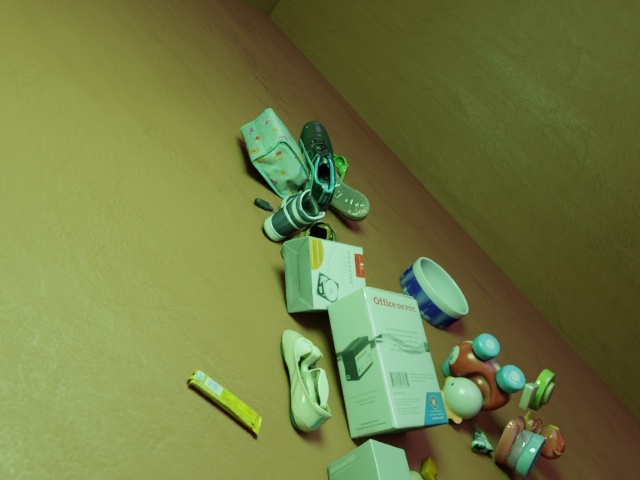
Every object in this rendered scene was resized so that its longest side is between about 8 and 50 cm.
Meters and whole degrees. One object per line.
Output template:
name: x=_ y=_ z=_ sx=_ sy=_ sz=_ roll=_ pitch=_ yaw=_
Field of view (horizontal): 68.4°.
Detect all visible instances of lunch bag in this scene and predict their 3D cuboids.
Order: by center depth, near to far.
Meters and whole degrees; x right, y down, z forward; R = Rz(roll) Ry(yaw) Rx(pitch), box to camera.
lunch bag: x=-0.124 y=-0.268 z=1.564 sx=0.262 sy=0.160 sz=0.223 roll=48 pitch=14 yaw=-43

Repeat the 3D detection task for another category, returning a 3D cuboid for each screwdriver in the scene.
screwdriver: x=-0.137 y=-0.086 z=1.439 sx=0.170 sy=0.025 sz=0.024 roll=34 pitch=26 yaw=-43

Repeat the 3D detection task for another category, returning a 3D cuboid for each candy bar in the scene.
candy bar: x=-0.165 y=0.283 z=0.831 sx=0.161 sy=0.018 sz=0.040 roll=41 pitch=22 yaw=-10

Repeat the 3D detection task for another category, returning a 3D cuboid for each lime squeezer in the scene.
lime squeezer: x=0.079 y=-0.336 z=2.091 sx=0.110 sy=0.059 sz=0.310 roll=24 pitch=33 yaw=-39

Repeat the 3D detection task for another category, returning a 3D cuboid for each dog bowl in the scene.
dog bowl: x=0.424 y=0.195 z=1.766 sx=0.265 sy=0.104 sz=0.264 roll=35 pitch=28 yaw=-21

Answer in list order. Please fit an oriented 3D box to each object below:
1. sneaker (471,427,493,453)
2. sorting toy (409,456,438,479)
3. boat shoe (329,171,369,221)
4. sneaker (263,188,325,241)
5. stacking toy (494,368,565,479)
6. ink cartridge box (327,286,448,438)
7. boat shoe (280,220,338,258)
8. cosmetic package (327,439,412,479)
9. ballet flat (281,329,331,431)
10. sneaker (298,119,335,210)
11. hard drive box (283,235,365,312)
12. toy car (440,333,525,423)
sneaker: x=0.444 y=0.560 z=1.333 sx=0.098 sy=0.038 sz=0.069 roll=38 pitch=23 yaw=-38
sorting toy: x=0.241 y=0.599 z=0.967 sx=0.229 sy=0.041 sz=0.307 roll=52 pitch=19 yaw=6
boat shoe: x=0.045 y=-0.175 z=1.757 sx=0.324 sy=0.123 sz=0.116 roll=45 pitch=-10 yaw=18
sneaker: x=-0.051 y=-0.097 z=1.397 sx=0.099 sy=0.153 sz=0.282 roll=54 pitch=26 yaw=-10
stacking toy: x=0.648 y=0.540 z=1.371 sx=0.130 sy=0.279 sz=0.309 roll=26 pitch=14 yaw=37
ink cartridge box: x=0.154 y=0.285 z=1.104 sx=0.223 sy=0.129 sz=0.307 roll=18 pitch=53 yaw=-44
boat shoe: x=0.000 y=0.000 z=1.406 sx=0.110 sy=0.104 sz=0.307 roll=47 pitch=25 yaw=3
cosmetic package: x=0.100 y=0.486 z=0.809 sx=0.107 sy=0.127 sz=0.237 roll=29 pitch=28 yaw=-33
ballet flat: x=-0.025 y=0.273 z=0.987 sx=0.086 sy=0.086 sz=0.248 roll=28 pitch=30 yaw=-33
sneaker: x=0.006 y=-0.283 z=1.650 sx=0.125 sy=0.139 sz=0.340 roll=-2 pitch=71 yaw=-17
hard drive box: x=0.017 y=0.096 z=1.226 sx=0.232 sy=0.089 sz=0.180 roll=11 pitch=71 yaw=-51
toy car: x=0.413 y=0.422 z=1.364 sx=0.238 sy=0.219 sz=0.210 roll=-19 pitch=64 yaw=-32
